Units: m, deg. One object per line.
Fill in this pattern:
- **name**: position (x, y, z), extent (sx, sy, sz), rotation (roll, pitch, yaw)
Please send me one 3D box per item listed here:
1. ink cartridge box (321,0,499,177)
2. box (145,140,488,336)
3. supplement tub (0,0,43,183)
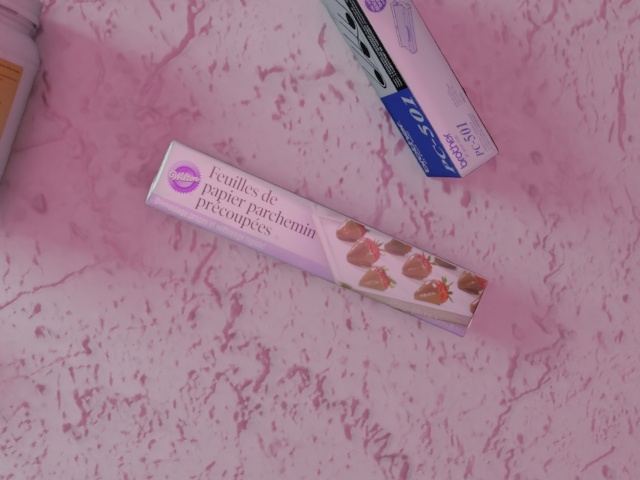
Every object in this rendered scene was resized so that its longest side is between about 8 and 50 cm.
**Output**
- **ink cartridge box**: position (0.078, -0.155, 0.673), extent (0.046, 0.097, 0.207), rotation (-34, 100, -6)
- **box**: position (0.000, 0.000, 0.690), extent (0.324, 0.067, 0.063), rotation (23, 91, -12)
- **supplement tub**: position (-0.312, -0.117, 0.582), extent (0.144, 0.144, 0.199), rotation (18, 91, -11)
